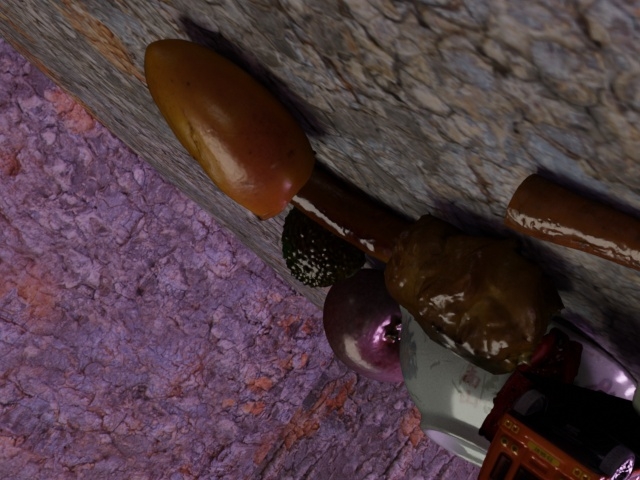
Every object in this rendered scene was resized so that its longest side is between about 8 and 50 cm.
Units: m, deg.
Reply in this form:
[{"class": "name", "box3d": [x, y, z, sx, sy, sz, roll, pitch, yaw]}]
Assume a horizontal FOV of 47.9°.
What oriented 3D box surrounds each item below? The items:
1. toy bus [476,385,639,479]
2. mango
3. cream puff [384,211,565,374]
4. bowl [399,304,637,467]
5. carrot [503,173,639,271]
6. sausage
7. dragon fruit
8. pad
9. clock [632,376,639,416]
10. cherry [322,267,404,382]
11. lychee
[{"class": "toy bus", "box3d": [0.342, 0.287, 0.918, 0.329, 0.153, 0.143, 11, -165, -48]}, {"class": "mango", "box3d": [-0.126, -0.163, 0.957, 0.257, 0.138, 0.187, 46, -175, -33]}, {"class": "cream puff", "box3d": [0.195, 0.076, 0.927, 0.241, 0.155, 0.269, 35, 171, -23]}, {"class": "bowl", "box3d": [0.288, 0.270, 1.212, 0.435, 0.196, 0.435, 26, 162, 9]}, {"class": "carrot", "box3d": [0.269, 0.002, 0.617, 0.224, 0.057, 0.057, 26, 168, 33]}, {"class": "sausage", "box3d": [0.029, -0.054, 1.127, 0.302, 0.076, 0.103, 32, 163, 12]}, {"class": "dragon fruit", "box3d": [0.287, 0.207, 0.998, 0.092, 0.192, 0.122, 28, -167, 35]}, {"class": "pad", "box3d": [0.448, 0.250, 0.887, 0.368, 0.007, 0.247, 18, -171, -29]}, {"class": "clock", "box3d": [0.464, 0.190, 0.667, 0.324, 0.108, 0.265, 30, 169, 27]}, {"class": "cherry", "box3d": [0.123, 0.173, 1.544, 0.261, 0.221, 0.307, 40, -172, -15]}, {"class": "lychee", "box3d": [0.000, 0.000, 1.307, 0.171, 0.171, 0.171, 35, 171, 6]}]
